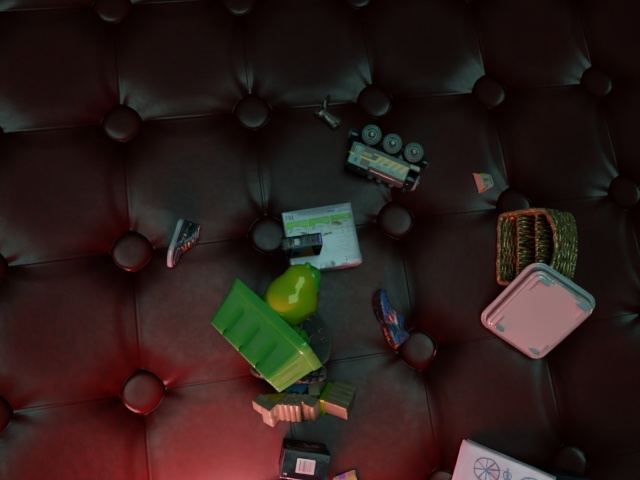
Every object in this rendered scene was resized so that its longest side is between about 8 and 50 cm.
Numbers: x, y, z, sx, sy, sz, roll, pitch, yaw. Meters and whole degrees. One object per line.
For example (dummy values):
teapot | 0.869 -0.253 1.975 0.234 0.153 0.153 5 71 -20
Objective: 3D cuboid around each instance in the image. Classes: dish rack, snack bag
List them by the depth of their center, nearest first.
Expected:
snack bag | 0.605 0.917 1.713 0.323 0.037 0.343 17 79 20
dish rack | 0.785 0.271 1.794 0.285 0.072 0.333 34 117 1

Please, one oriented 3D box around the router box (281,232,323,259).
router box | -0.064 0.020 1.665 0.133 0.179 0.046 -8 78 -5

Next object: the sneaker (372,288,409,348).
sneaker | 0.260 0.283 1.836 0.087 0.083 0.221 -18 87 -23

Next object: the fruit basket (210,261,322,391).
fruit basket | -0.126 0.249 1.634 0.391 0.283 0.392 -4 61 8

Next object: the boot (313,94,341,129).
boot | 0.046 -0.510 1.976 0.114 0.037 0.106 36 91 4

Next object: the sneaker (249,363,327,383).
sneaker | -0.110 0.451 1.728 0.267 0.106 0.101 7 60 4

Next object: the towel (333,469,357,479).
towel | 0.091 0.846 1.736 0.083 0.009 0.060 -16 82 -8

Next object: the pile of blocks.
pile of blocks | -0.051 0.573 1.739 0.361 0.149 0.113 -3 123 2

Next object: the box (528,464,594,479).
box | 0.845 0.901 1.759 0.207 0.108 0.153 11 78 -4

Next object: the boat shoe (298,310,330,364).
boat shoe | -0.057 0.296 1.788 0.118 0.103 0.321 -23 87 -21

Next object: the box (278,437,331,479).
box | -0.056 0.738 1.664 0.155 0.158 0.093 10 79 -5

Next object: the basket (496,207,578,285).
basket | 0.813 0.029 1.868 0.222 0.213 0.299 8 78 -5

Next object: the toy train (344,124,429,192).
toy train | 0.249 -0.314 1.919 0.333 0.142 0.190 22 90 -4

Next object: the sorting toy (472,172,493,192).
sorting toy | 0.664 -0.241 1.997 0.075 0.045 0.083 -10 80 -28

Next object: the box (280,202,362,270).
box | 0.000 0.000 1.828 0.261 0.127 0.231 -10 81 -8

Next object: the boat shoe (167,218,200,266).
boat shoe | -0.496 0.014 1.800 0.083 0.065 0.184 13 77 -2
